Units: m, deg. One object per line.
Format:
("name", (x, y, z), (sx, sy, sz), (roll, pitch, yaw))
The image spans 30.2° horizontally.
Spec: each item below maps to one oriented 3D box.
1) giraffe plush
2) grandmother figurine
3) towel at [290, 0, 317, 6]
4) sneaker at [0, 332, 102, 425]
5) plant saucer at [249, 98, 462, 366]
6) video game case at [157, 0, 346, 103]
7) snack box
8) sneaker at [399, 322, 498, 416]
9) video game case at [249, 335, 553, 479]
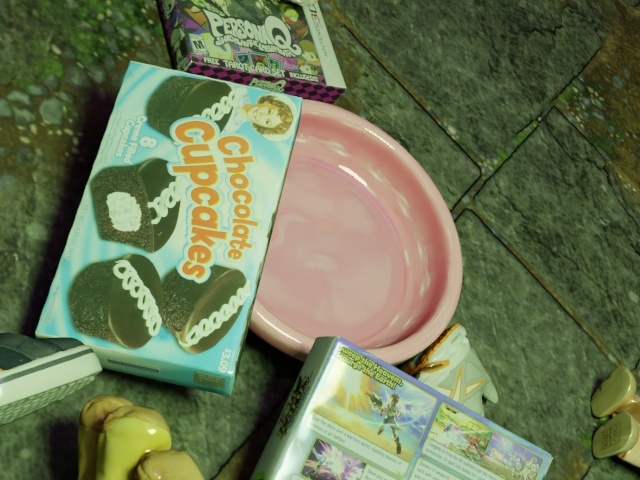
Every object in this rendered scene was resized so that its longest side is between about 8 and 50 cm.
("giraffe plush", (-0.202, 0.250, 0.974), (0.171, 0.181, 0.210), (-14, 104, -32))
("grandmother figurine", (0.505, 0.292, 1.514), (0.342, 0.104, 0.207), (25, 56, -18))
("towel", (-0.149, -0.465, 1.548), (0.332, 0.053, 0.317), (22, 40, -21))
("sneaker", (-0.334, 0.110, 0.970), (0.321, 0.126, 0.127), (-16, 77, -42))
("plant saucer", (0.000, 0.000, 1.324), (0.332, 0.084, 0.332), (15, 56, -23))
("video game case", (-0.094, -0.278, 1.498), (0.232, 0.042, 0.210), (5, 56, -35))
("snack box", (-0.141, -0.020, 1.172), (0.187, 0.060, 0.321), (12, 61, 0))
("sneaker", (0.121, 0.199, 1.286), (0.121, 0.099, 0.262), (50, 44, -3))
("video game case", (0.065, 0.260, 1.147), (0.270, 0.061, 0.244), (31, 74, -17))
